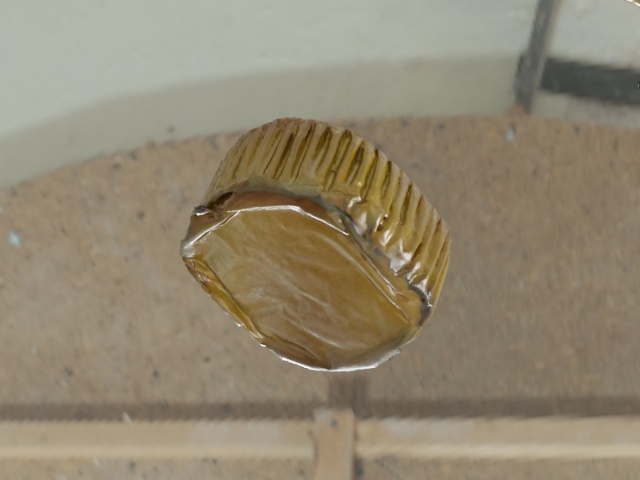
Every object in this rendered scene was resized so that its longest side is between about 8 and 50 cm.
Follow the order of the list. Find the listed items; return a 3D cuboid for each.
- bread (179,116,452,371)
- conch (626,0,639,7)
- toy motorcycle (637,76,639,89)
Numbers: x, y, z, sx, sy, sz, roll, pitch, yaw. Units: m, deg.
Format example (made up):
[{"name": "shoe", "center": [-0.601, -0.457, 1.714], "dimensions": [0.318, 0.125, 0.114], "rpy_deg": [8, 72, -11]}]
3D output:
[{"name": "bread", "center": [0.001, 0.000, 1.346], "dimensions": [0.199, 0.199, 0.104], "rpy_deg": [9, -133, 16]}, {"name": "conch", "center": [0.206, -0.266, 1.582], "dimensions": [0.330, 0.093, 0.109], "rpy_deg": [27, -110, -18]}, {"name": "toy motorcycle", "center": [0.313, -0.079, 1.005], "dimensions": [0.148, 0.326, 0.221], "rpy_deg": [42, -64, 27]}]
